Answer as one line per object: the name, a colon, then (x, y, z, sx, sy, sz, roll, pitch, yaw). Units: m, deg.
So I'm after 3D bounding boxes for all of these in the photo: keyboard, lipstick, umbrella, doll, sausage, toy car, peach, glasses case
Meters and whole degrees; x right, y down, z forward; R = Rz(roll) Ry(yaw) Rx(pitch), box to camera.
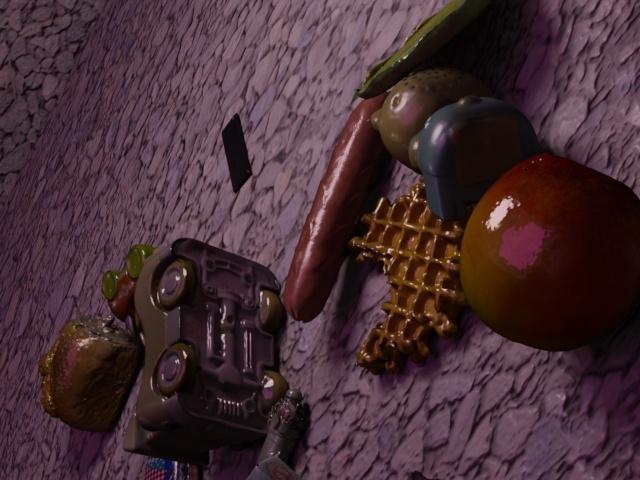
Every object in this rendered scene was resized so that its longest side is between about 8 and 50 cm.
keyboard: (-0.180, -0.189, 2.094, 0.067, 0.011, 0.202, -48, 37, 29)
lipstick: (-0.135, 0.472, 1.557, 0.076, 0.077, 0.289, 41, 110, 18)
umbrella: (-0.060, 0.308, 1.590, 0.067, 0.062, 0.143, 131, 157, -83)
doll: (0.185, -0.151, 1.395, 0.260, 0.177, 0.161, -120, 16, -61)
sausage: (0.033, -0.066, 1.621, 0.088, 0.088, 0.433, -1, 63, 55)
toy car: (-0.211, 0.195, 1.701, 0.226, 0.242, 0.336, -34, 48, 36)
peach: (0.273, 0.014, 1.150, 0.231, 0.231, 0.231, -32, 47, 42)
toy car: (-0.334, 0.135, 2.027, 0.235, 0.145, 0.235, -6, 82, 47)
glasses case: (-0.270, 0.489, 1.757, 0.125, 0.076, 0.327, -36, 45, 36)

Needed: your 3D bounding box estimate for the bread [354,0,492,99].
bread: (0.167, -0.315, 1.533, 0.301, 0.045, 0.301, -41, 8, 7)

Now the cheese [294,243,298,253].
cheese: (0.000, 0.000, 1.699, 0.145, 0.038, 0.095, -32, 46, 43)

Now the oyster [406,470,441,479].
oyster: (0.114, 0.369, 1.303, 0.166, 0.053, 0.108, -32, 73, 31)

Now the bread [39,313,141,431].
bread: (-0.512, 0.271, 2.143, 0.195, 0.176, 0.246, 25, 92, 55)

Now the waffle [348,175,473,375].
waffle: (0.133, 0.038, 1.460, 0.260, 0.069, 0.293, -39, 43, 38)
